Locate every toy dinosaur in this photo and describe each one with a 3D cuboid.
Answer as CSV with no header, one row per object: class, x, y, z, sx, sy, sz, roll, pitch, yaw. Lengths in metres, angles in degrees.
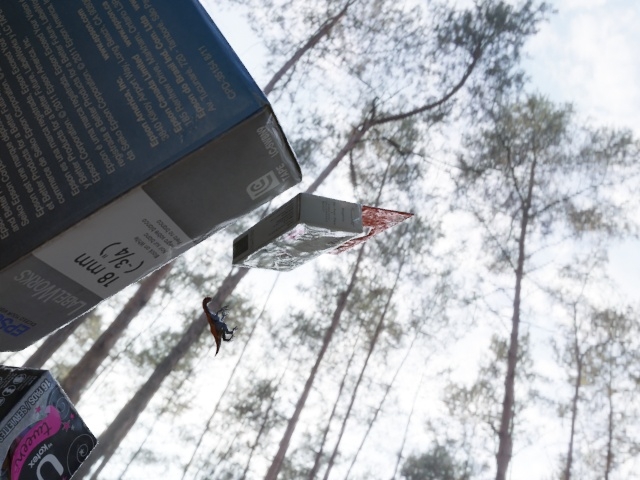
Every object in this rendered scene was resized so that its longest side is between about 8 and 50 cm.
toy dinosaur,-0.175,0.132,1.239,0.082,0.090,0.047,33,-39,15

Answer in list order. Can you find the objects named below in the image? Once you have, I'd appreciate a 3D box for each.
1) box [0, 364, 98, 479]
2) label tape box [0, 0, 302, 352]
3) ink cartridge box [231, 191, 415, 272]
box,-0.417,0.282,0.881,0.163,0.247,0.142,0,-52,29
label tape box,-0.218,-0.064,0.497,0.334,0.106,0.240,-31,-113,-2
ink cartridge box,0.000,0.000,1.366,0.239,0.060,0.275,10,-22,-28
